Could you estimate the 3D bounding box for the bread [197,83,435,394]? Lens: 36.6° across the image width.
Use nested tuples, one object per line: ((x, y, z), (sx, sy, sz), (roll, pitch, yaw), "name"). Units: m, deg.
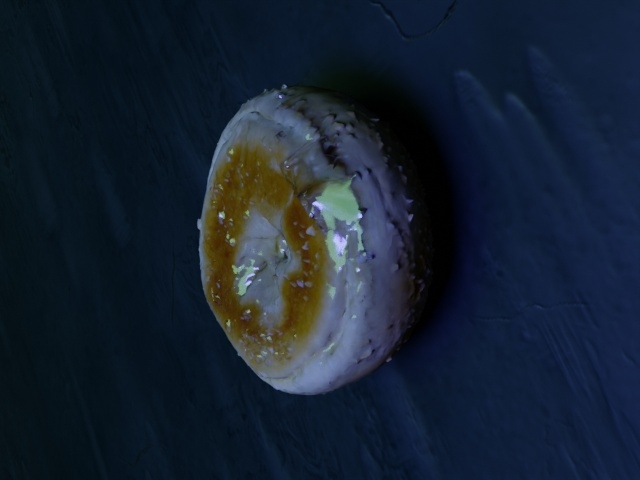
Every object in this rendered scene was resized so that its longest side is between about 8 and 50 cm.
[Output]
((0.000, 0.000, 0.948), (0.306, 0.159, 0.305), (15, 108, 54), "bread")
